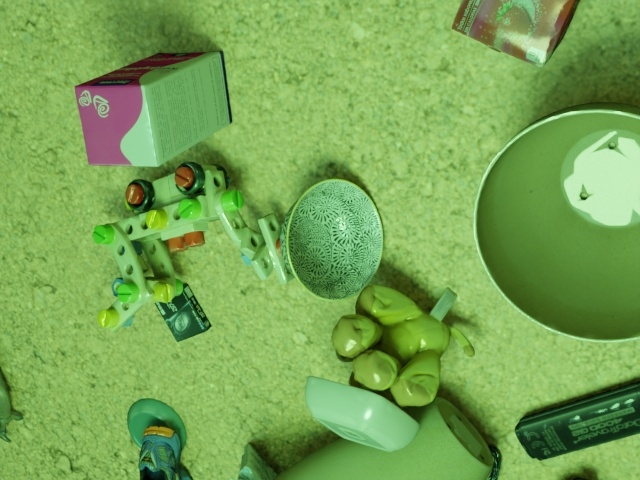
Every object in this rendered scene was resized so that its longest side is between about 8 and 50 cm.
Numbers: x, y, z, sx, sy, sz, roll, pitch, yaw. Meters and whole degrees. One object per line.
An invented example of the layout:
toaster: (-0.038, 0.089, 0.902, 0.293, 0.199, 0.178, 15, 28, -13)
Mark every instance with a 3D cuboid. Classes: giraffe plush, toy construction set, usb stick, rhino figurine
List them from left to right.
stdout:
rhino figurine: (-0.618, 0.270, 1.811, 0.106, 0.073, 0.243, -8, 111, 29)
toy construction set: (-0.199, 0.005, 1.470, 0.327, 0.151, 0.215, -12, 83, 19)
giraffe plush: (0.096, 0.168, 1.417, 0.181, 0.210, 0.170, 52, 140, 13)
usb stick: (0.408, 0.244, 1.382, 0.278, 0.045, 0.077, -25, 108, 30)

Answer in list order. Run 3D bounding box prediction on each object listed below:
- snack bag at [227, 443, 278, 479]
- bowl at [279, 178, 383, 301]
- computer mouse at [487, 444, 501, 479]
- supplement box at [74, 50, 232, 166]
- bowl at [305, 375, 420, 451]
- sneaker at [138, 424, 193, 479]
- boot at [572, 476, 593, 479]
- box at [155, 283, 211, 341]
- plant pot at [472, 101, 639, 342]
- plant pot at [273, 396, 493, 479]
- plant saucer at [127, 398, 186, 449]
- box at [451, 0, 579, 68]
snack bag: (-0.020, 0.469, 1.513, 0.037, 0.342, 0.323, -42, 91, 1)
bowl: (0.000, 0.000, 1.399, 0.080, 0.170, 0.170, -1, 115, 54)
computer mouse: (0.212, 0.408, 1.547, 0.071, 0.041, 0.242, 43, 118, 20)
supplement box: (-0.223, -0.184, 1.355, 0.111, 0.220, 0.114, 3, 114, 21)
bowl: (0.052, 0.244, 1.364, 0.142, 0.053, 0.142, 9, 156, 39)
sneaker: (-0.276, 0.420, 1.707, 0.083, 0.087, 0.221, 1, 127, 17)
boot: (0.286, 0.496, 1.494, 0.260, 0.131, 0.348, 6, 115, 21)
box: (-0.225, 0.118, 1.608, 0.067, 0.018, 0.083, -21, 103, 29)
plant pot: (0.346, -0.046, 1.194, 0.284, 0.191, 0.284, 9, 116, 20)
plant pot: (0.114, 0.366, 1.467, 0.274, 0.256, 0.256, -43, 92, 13)
plant saucer: (-0.292, 0.333, 1.730, 0.119, 0.021, 0.119, 9, 116, 20)
box: (0.262, -0.346, 1.133, 0.122, 0.128, 0.257, 26, 120, 10)
